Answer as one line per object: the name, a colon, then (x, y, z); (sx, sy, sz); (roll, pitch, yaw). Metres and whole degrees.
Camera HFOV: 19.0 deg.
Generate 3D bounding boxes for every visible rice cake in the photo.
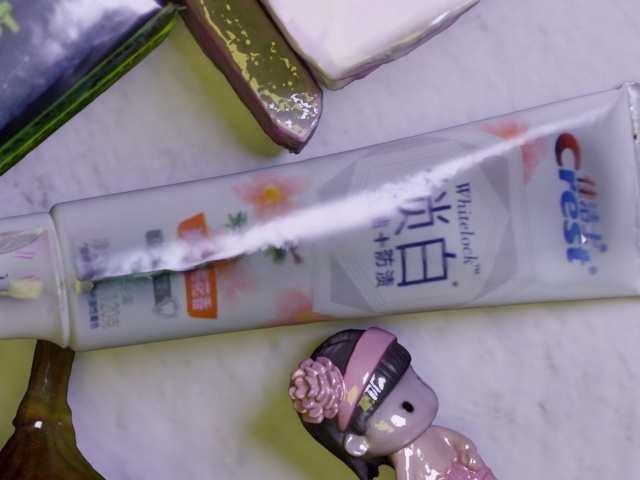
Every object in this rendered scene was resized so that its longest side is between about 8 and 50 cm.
rice cake: (-0.061, -0.127, 0.848); (0.036, 0.047, 0.207); (-34, 97, 2)

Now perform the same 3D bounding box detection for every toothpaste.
toothpaste: (0.000, 0.000, 0.843); (0.323, 0.066, 0.100); (-9, 97, -12)

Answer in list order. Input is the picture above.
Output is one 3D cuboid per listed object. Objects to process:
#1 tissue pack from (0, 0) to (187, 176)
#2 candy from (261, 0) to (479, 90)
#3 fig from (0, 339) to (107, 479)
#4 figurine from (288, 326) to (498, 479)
tissue pack: (-0.201, -0.086, 0.819); (0.235, 0.073, 0.173); (-42, 97, -10)
candy: (-0.005, -0.206, 0.796); (0.155, 0.116, 0.265); (-34, 97, 9)
fig: (-0.112, 0.161, 0.858); (0.217, 0.217, 0.321); (1, 71, 3)
figurine: (0.034, 0.098, 0.872); (0.054, 0.072, 0.129); (-27, 103, 40)
